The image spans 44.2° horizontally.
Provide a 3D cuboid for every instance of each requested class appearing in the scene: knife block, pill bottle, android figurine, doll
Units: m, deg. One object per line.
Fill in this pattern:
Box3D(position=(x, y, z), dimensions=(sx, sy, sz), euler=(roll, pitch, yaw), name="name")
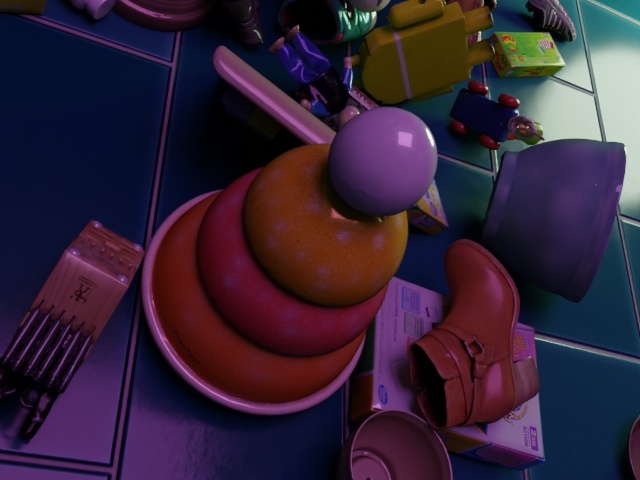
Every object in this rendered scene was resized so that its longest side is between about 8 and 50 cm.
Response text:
Box3D(position=(-0.332, 0.115, 1.002), dimensions=(0.088, 0.242, 0.276), euler=(32, 8, -13), name="knife block")
Box3D(position=(-0.386, -0.411, 1.256), dimensions=(0.116, 0.065, 0.065), euler=(45, 51, -2), name="pill bottle")
Box3D(position=(0.181, -0.341, 1.444), dimensions=(0.273, 0.248, 0.056), euler=(-17, 58, 7), name="android figurine")
Box3D(position=(0.003, -0.268, 1.313), dimensions=(0.129, 0.046, 0.189), euler=(-43, 99, -22), name="doll")

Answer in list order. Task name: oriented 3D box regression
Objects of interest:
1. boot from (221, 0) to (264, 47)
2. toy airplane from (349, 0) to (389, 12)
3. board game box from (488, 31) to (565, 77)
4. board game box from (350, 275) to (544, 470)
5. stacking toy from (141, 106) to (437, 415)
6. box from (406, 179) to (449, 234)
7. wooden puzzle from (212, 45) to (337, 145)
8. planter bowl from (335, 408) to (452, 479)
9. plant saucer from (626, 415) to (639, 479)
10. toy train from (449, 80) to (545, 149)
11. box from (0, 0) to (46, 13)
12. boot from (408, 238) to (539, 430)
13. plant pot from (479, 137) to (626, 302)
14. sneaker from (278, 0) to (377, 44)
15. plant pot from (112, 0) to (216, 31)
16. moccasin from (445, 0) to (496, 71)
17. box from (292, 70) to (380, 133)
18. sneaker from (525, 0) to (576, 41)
Box3D(position=(-0.147, -0.475, 1.385), dimensions=(0.083, 0.161, 0.246), euler=(-6, 69, 6), name="boot")
Box3D(position=(0.082, -0.537, 1.364), dimensions=(0.386, 0.272, 0.384), euler=(-13, 36, -44), name="toy airplane")
Box3D(position=(0.458, -0.417, 1.764), dimensions=(0.181, 0.043, 0.092), euler=(-10, 69, -34), name="board game box")
Box3D(position=(0.205, 0.208, 1.252), dimensions=(0.316, 0.064, 0.242), euler=(21, 52, -19), name="board game box")
Box3D(position=(0.000, 0.000, 0.990), dimensions=(0.350, 0.480, 0.351), euler=(13, 60, -23), name="stacking toy")
Box3D(position=(0.159, -0.082, 1.355), dimensions=(0.179, 0.043, 0.105), euler=(21, 50, -56), name="box")
Box3D(position=(-0.037, -0.163, 1.225), dimensions=(0.322, 0.348, 0.080), euler=(36, 96, -8), name="wooden puzzle")
Box3D(position=(0.088, 0.329, 1.100), dimensions=(0.162, 0.109, 0.162), euler=(13, 59, -23), name="planter bowl")
Box3D(position=(0.616, 0.408, 1.412), dimensions=(0.198, 0.036, 0.199), euler=(14, 58, -24), name="plant saucer")
Box3D(position=(0.377, -0.215, 1.512), dimensions=(0.143, 0.105, 0.248), euler=(10, 20, -39), name="toy train")
Box3D(position=(-0.516, -0.400, 1.188), dimensions=(0.178, 0.042, 0.109), euler=(-6, 67, -32), name="box")
Box3D(position=(0.201, 0.138, 1.185), dimensions=(0.220, 0.109, 0.283), euler=(-7, 77, -40), name="boot")
Box3D(position=(0.399, -0.054, 1.408), dimensions=(0.196, 0.293, 0.293), euler=(15, 54, 9), name="plant pot")
Box3D(position=(-0.040, -0.474, 1.463), dimensions=(0.295, 0.124, 0.178), euler=(45, 42, -3), name="sneaker")
Box3D(position=(-0.273, -0.483, 1.334), dimensions=(0.237, 0.110, 0.237), euler=(13, 59, -23), name="plant pot")
Box3D(position=(0.313, -0.510, 1.670), dimensions=(0.147, 0.139, 0.380), euler=(26, 55, -17), name="moccasin")
Box3D(position=(0.028, -0.242, 1.386), dimensions=(0.137, 0.094, 0.027), euler=(38, 50, -6), name="box")
Box3D(position=(0.544, -0.526, 1.867), dimensions=(0.170, 0.075, 0.063), euler=(38, 30, -35), name="sneaker")
